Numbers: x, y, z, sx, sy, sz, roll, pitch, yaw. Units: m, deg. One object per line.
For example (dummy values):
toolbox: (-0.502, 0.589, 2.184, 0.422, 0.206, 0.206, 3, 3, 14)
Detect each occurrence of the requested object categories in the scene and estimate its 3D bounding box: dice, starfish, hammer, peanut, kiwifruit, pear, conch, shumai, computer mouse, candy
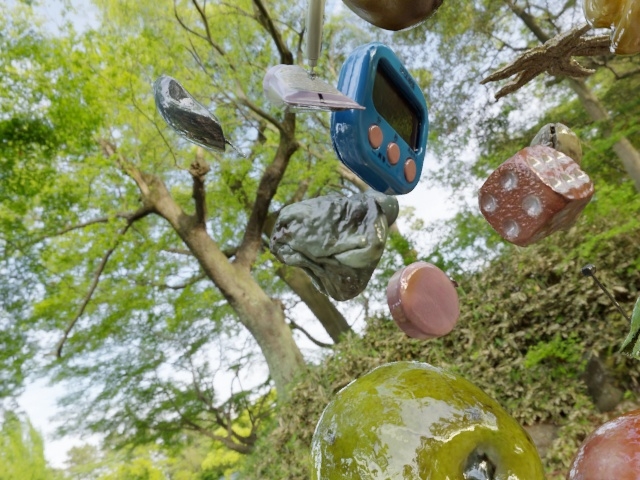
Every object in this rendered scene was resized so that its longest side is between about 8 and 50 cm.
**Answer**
dice: (0.488, -0.106, 1.013, 0.175, 0.174, 0.179, -18, -30, -27)
starfish: (0.528, -0.415, 1.022, 0.303, 0.060, 0.299, -16, -8, 28)
hammer: (0.804, 0.189, 1.173, 0.058, 0.292, 0.029, -9, -30, -44)
peanut: (0.606, -0.157, 1.140, 0.130, 0.290, 0.130, -11, 16, 3)
kiwifruit: (0.136, -0.512, 0.843, 0.196, 0.234, 0.196, -52, -11, -14)
pear: (0.111, 0.276, 0.531, 0.253, 0.252, 0.307, -15, -20, -19)
conch: (0.644, 0.137, 0.824, 0.080, 0.095, 0.200, 29, -98, -43)
shumai: (0.000, 0.000, 1.197, 0.264, 0.309, 0.304, 11, -13, -19)
computer mouse: (-0.368, -0.337, 1.290, 0.090, 0.379, 0.167, -47, -15, -22)
candy: (0.331, 0.187, 1.396, 0.256, 0.255, 0.094, -7, -19, -33)

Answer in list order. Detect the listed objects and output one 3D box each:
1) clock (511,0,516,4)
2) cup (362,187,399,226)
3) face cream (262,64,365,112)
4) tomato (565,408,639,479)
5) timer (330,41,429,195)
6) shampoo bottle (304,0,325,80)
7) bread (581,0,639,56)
clock: (0.574, -0.782, 1.154, 0.109, 0.324, 0.265, 18, -16, 12)
cup: (0.235, -0.144, 1.927, 0.199, 0.199, 0.150, -30, -10, 17)
face cream: (-0.035, -0.293, 0.881, 0.154, 0.274, 0.096, 0, -65, -24)
tomato: (0.394, 0.308, 0.442, 0.265, 0.264, 0.265, -19, -23, -9)
timer: (0.154, -0.287, 1.090, 0.115, 0.308, 0.340, 2, -17, 39)
shampoo bottle: (-0.011, -0.342, 0.741, 0.034, 0.049, 0.141, -4, -47, -11)
bread: (0.417, -0.256, 0.396, 0.311, 0.121, 0.173, -11, -2, 29)
